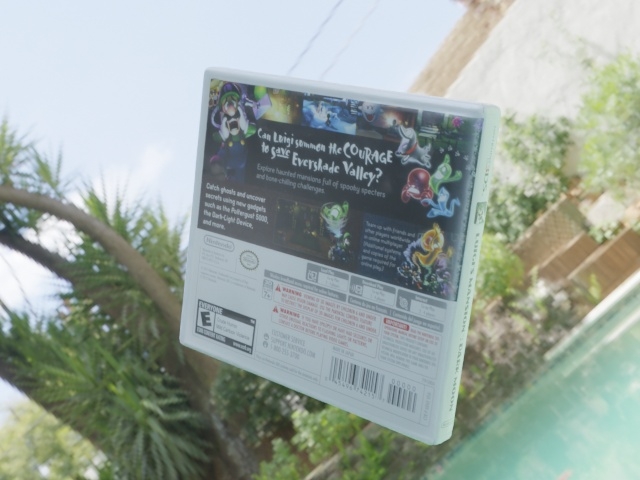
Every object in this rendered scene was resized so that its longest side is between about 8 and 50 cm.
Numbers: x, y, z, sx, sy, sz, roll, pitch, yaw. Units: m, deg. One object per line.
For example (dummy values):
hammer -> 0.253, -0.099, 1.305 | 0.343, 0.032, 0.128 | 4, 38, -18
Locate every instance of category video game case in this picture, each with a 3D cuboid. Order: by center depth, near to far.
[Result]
video game case -> 0.000, 0.000, 0.507 | 0.022, 0.190, 0.173 | -8, -72, -51
